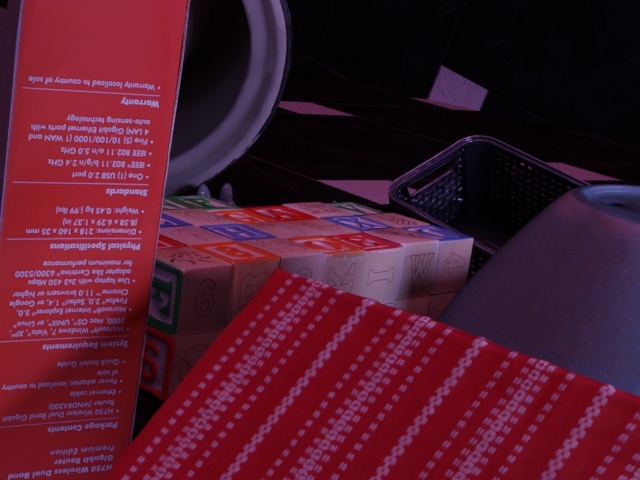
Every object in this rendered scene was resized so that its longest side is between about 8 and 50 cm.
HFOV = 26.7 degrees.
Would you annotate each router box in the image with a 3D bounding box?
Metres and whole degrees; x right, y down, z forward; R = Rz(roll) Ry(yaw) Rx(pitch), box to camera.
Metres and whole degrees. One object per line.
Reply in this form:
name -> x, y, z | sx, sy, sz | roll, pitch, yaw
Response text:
router box -> -0.195, -0.059, 0.749 | 0.082, 0.301, 0.335 | -1, 18, -33

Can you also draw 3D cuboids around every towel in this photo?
towel -> 0.028, 0.120, 0.500 | 0.275, 0.031, 0.199 | 19, 60, 40

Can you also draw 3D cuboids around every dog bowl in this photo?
dog bowl -> -0.226, -0.217, 1.178 | 0.408, 0.408, 0.150 | 8, 44, -5

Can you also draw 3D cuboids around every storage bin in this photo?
storage bin -> 0.153, 0.002, 1.093 | 0.122, 0.084, 0.180 | -32, 45, -31

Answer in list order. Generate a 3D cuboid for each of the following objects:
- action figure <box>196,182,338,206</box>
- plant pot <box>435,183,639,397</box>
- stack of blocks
action figure -> 0.000, 0.000, 1.207 | 0.232, 0.063, 0.137 | 17, 12, 20
plant pot -> 0.165, 0.083, 0.632 | 0.290, 0.195, 0.290 | 9, 13, -2
stack of blocks -> -0.049, 0.027, 0.976 | 0.171, 0.087, 0.297 | 19, 17, 41
